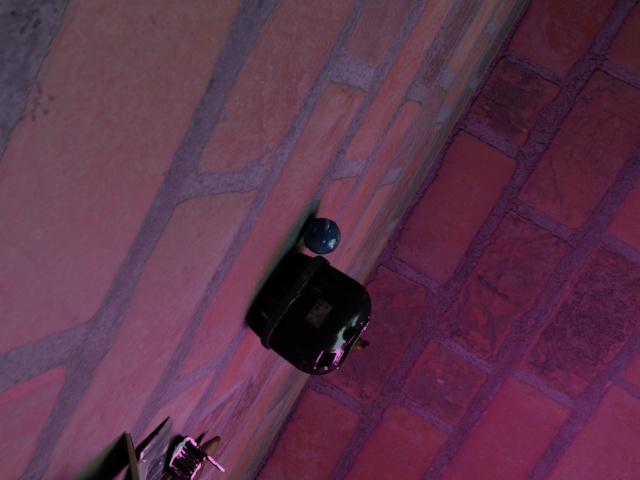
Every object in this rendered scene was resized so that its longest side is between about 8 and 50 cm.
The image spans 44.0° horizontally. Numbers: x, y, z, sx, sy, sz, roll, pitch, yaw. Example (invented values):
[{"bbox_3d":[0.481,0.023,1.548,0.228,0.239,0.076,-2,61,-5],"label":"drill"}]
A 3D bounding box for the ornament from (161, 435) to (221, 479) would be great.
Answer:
[{"bbox_3d":[-0.322,0.561,1.928,0.245,0.061,0.230,-50,169,-26],"label":"ornament"}]

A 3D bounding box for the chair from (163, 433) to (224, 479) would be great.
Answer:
[{"bbox_3d":[-0.300,0.466,1.701,0.084,0.101,0.212,-56,146,-22],"label":"chair"}]

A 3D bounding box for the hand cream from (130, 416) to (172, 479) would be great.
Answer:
[{"bbox_3d":[-0.365,0.512,1.603,0.124,0.078,0.340,-48,159,-60],"label":"hand cream"}]

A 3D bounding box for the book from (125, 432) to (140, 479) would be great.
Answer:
[{"bbox_3d":[-0.324,0.424,1.391,0.014,0.127,0.181,-10,151,-16],"label":"book"}]

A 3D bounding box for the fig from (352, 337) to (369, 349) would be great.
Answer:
[{"bbox_3d":[0.016,0.279,2.246,0.203,0.235,0.203,-61,172,-15],"label":"fig"}]

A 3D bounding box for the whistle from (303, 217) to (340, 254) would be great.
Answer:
[{"bbox_3d":[0.000,0.000,1.761,0.090,0.090,0.158,-52,169,-34],"label":"whistle"}]

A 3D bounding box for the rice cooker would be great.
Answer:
[{"bbox_3d":[-0.016,0.170,1.785,0.267,0.224,0.267,-52,168,-16],"label":"rice cooker"}]
